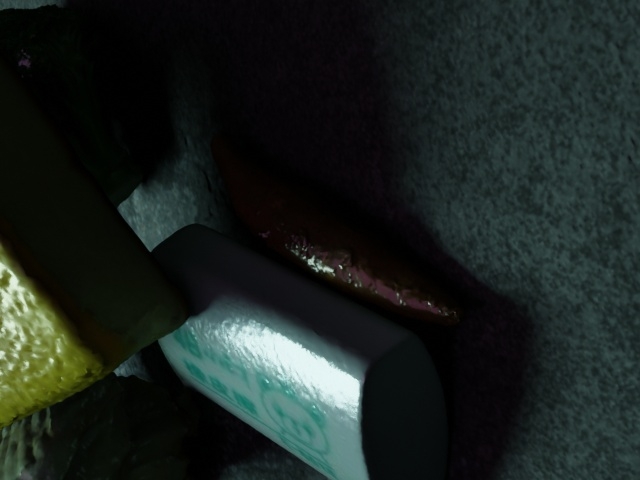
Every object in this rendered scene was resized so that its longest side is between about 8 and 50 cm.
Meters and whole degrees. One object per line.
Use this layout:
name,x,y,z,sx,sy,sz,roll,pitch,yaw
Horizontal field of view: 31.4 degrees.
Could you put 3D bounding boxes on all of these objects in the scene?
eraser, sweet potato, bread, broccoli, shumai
eraser,-0.025,0.110,1.009,0.290,0.104,0.189,25,136,41
sweet potato,0.000,0.000,0.959,0.314,0.072,0.066,36,145,38
bread,-0.333,0.017,1.014,0.333,0.143,0.324,-25,105,33
broccoli,-0.305,-0.116,1.184,0.241,0.261,0.269,40,98,0
shumai,-0.251,0.260,1.234,0.267,0.262,0.314,-49,26,16
